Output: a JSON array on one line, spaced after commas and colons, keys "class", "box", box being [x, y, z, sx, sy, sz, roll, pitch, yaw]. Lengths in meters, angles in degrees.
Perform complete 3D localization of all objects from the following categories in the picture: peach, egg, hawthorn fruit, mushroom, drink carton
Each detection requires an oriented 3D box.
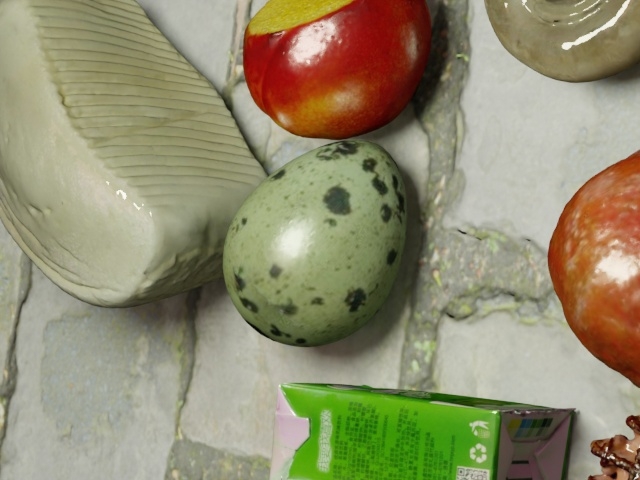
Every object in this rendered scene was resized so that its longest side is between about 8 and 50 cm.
[{"class": "peach", "box": [0.015, -0.203, 1.973, 0.190, 0.190, 0.192, 32, 123, 33]}, {"class": "egg", "box": [0.000, 0.000, 1.971, 0.177, 0.177, 0.228, 32, 92, 34]}, {"class": "hawthorn fruit", "box": [0.343, 0.008, 1.690, 0.271, 0.242, 0.242, -42, 63, 22]}, {"class": "mushroom", "box": [0.236, -0.253, 1.811, 0.204, 0.204, 0.204, -4, 83, 35]}, {"class": "drink carton", "box": [0.100, 0.203, 1.885, 0.271, 0.161, 0.108, 3, 87, 36]}]

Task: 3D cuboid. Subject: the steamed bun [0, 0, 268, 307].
[{"class": "steamed bun", "box": [-0.244, -0.084, 2.115, 0.383, 0.247, 0.236, 54, 126, 21]}]

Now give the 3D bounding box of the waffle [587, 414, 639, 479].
[{"class": "waffle", "box": [0.357, 0.241, 1.765, 0.234, 0.055, 0.221, -32, 69, 34]}]
